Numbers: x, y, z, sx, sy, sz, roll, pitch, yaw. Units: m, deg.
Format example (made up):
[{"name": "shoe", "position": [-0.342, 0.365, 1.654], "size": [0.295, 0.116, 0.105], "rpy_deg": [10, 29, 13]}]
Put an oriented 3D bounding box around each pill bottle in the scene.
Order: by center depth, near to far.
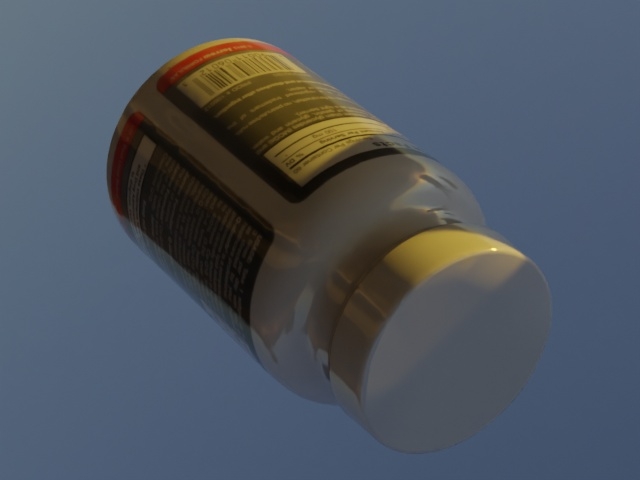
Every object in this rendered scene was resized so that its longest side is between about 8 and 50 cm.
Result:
[{"name": "pill bottle", "position": [0.000, 0.000, 1.368], "size": [0.210, 0.210, 0.363], "rpy_deg": [-44, -135, -5]}]
